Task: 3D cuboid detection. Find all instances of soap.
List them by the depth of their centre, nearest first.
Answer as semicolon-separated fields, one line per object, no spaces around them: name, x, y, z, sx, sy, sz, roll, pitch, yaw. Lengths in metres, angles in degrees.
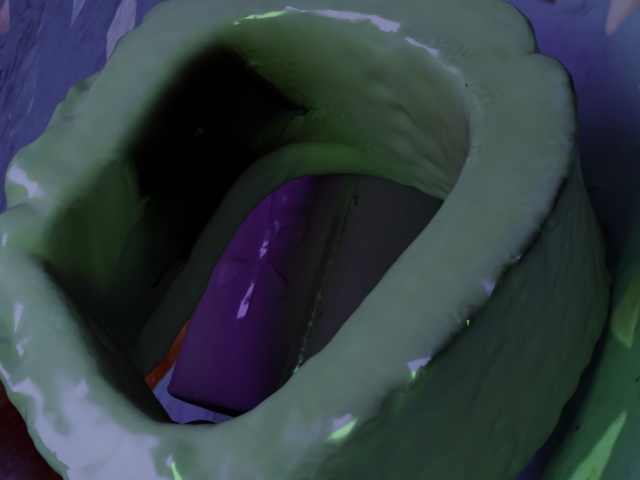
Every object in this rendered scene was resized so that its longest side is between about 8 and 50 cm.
soap;-0.002;0.000;0.949;0.181;0.081;0.259;1;72;60

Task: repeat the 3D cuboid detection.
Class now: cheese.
cheese;-0.019;0.018;0.732;0.292;0.153;0.332;22;63;31

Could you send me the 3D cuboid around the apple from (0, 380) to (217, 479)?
apple;-0.173;0.236;0.875;0.317;0.288;0.288;-56;29;-3
